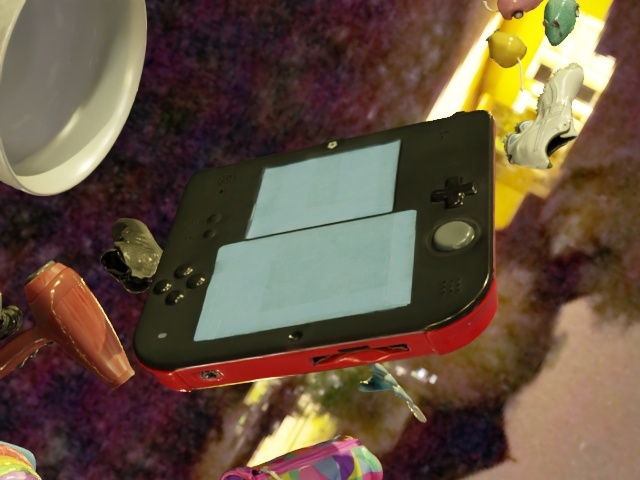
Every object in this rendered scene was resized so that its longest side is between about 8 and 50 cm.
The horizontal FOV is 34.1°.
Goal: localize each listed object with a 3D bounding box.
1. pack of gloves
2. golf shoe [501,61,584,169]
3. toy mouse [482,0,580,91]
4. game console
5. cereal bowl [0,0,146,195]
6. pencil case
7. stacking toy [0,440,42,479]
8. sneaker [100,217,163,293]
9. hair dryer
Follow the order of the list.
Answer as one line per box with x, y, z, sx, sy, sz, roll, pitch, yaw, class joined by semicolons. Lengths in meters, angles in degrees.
0.053;0.170;1.438;0.046;0.195;0.232;-42;156;-3;pack of gloves
0.339;-0.171;1.480;0.176;0.086;0.069;-55;143;-7;golf shoe
0.244;-0.264;1.192;0.143;0.161;0.031;-40;132;11;toy mouse
0.000;0.000;1.123;0.342;0.387;0.060;-82;155;-43;game console
-0.373;-0.237;1.363;0.339;0.141;0.339;18;90;-74;cereal bowl
-0.024;0.303;1.274;0.236;0.104;0.104;-3;124;-53;pencil case
-0.474;0.397;1.580;0.302;0.166;0.175;-10;-119;54;stacking toy
-0.265;0.017;1.428;0.089;0.170;0.051;7;118;-46;sneaker
-0.384;0.125;1.426;0.080;0.294;0.223;-50;154;-57;hair dryer
